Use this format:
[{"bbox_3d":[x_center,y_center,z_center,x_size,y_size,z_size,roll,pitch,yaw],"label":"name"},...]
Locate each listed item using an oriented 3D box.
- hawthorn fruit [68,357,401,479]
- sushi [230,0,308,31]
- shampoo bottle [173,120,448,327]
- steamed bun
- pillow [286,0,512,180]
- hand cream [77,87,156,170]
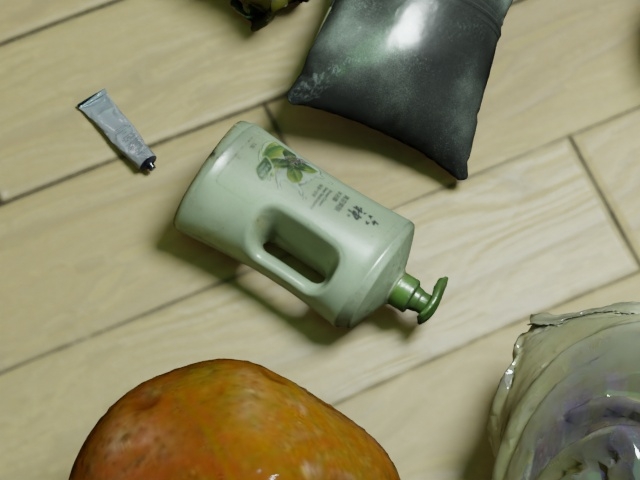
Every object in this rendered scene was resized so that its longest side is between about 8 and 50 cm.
[{"bbox_3d":[-0.081,0.208,1.539,0.277,0.277,0.298,-22,48,-11],"label":"hawthorn fruit"},{"bbox_3d":[-0.104,-0.327,1.796,0.131,0.139,0.291,-36,87,-21],"label":"sushi"},{"bbox_3d":[0.000,0.000,1.699,0.234,0.087,0.118,31,68,7],"label":"shampoo bottle"},{"bbox_3d":[0.260,0.209,1.528,0.346,0.237,0.394,-42,66,1],"label":"steamed bun"},{"bbox_3d":[0.087,-0.198,1.765,0.186,0.106,0.250,22,72,-13],"label":"pillow"},{"bbox_3d":[-0.179,-0.096,1.761,0.030,0.019,0.093,-37,70,-13],"label":"hand cream"}]
